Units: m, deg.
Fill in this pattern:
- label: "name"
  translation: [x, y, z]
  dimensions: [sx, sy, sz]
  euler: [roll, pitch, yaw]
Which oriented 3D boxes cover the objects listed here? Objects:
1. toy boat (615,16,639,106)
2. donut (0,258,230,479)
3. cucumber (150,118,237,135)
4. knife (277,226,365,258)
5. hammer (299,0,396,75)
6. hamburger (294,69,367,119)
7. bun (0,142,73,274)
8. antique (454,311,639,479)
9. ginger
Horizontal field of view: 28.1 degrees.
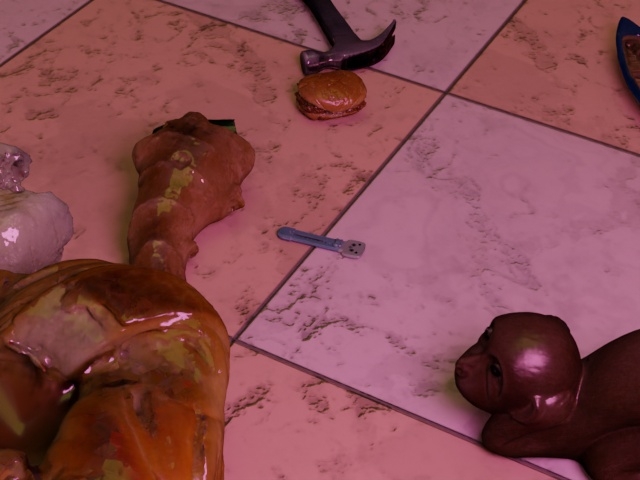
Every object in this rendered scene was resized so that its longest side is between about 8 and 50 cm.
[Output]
- label: "toy boat"
  translation: [0.406, -0.199, 1.575]
  dimensions: [0.080, 0.046, 0.229]
  euler: [-5, 41, -8]
- label: "donut"
  translation: [-0.234, 0.158, 1.028]
  dimensions: [0.360, 0.170, 0.360]
  euler: [2, 42, -2]
- label: "cucumber"
  translation: [-0.140, -0.114, 1.441]
  dimensions: [0.105, 0.048, 0.048]
  euler: [-1, 40, -3]
- label: "knife"
  translation: [0.000, 0.000, 1.345]
  dimensions: [0.096, 0.010, 0.027]
  euler: [13, 41, 12]
- label: "hammer"
  translation: [0.005, -0.313, 1.692]
  dimensions: [0.137, 0.037, 0.290]
  euler: [-10, 42, -14]
- label: "hamburger"
  translation: [0.013, -0.174, 1.525]
  dimensions: [0.083, 0.044, 0.076]
  euler: [-9, 42, -17]
- label: "bun"
  translation: [-0.339, -0.006, 1.245]
  dimensions: [0.203, 0.126, 0.212]
  euler: [1, 33, -1]
- label: "antique"
  translation: [0.246, 0.130, 1.110]
  dimensions: [0.256, 0.143, 0.121]
  euler: [13, 43, 15]
- label: "ginger"
  translation: [-0.139, -0.016, 1.311]
  dimensions: [0.131, 0.086, 0.295]
  euler: [8, 48, -7]
